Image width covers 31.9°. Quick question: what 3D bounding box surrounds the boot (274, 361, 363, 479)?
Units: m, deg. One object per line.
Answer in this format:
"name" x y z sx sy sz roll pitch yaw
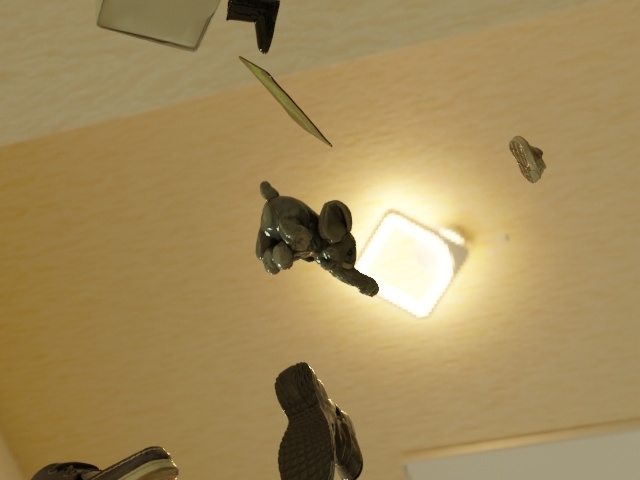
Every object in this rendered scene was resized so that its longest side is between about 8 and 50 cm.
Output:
"boot" 0.018 0.412 2.180 0.222 0.118 0.338 53 -159 -35

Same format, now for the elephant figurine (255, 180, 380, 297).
"elephant figurine" 0.000 0.000 2.247 0.169 0.239 0.186 37 118 56

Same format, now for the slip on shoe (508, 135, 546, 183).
"slip on shoe" 0.362 -0.147 1.931 0.051 0.041 0.135 45 176 36

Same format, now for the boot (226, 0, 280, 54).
"boot" -0.139 -0.439 2.226 0.045 0.099 0.121 -143 65 -72

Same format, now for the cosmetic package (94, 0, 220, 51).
"cosmetic package" -0.197 -0.384 1.339 0.153 0.129 0.296 -59 32 38

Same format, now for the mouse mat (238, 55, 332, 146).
"mouse mat" -0.061 -0.241 1.944 0.189 0.007 0.152 48 176 -31

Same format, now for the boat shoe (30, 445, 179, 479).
"boat shoe" -0.285 0.291 1.247 0.103 0.285 0.092 20 -139 -57
